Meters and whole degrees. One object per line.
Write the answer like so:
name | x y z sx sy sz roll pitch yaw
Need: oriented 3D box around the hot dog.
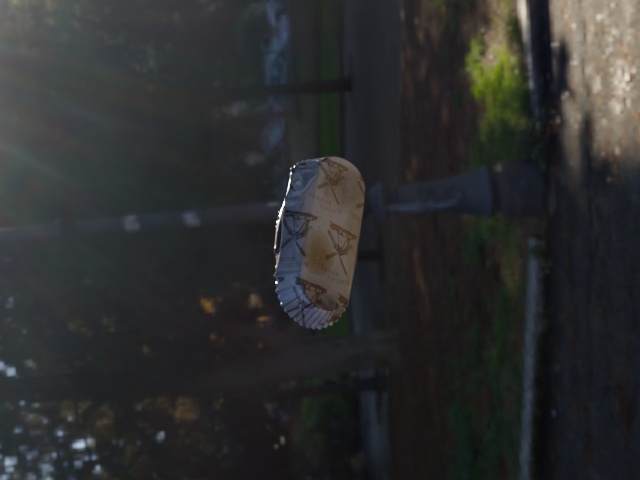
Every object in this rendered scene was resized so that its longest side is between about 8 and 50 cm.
hot dog | 0.000 0.000 1.107 0.053 0.099 0.192 -31 47 54
